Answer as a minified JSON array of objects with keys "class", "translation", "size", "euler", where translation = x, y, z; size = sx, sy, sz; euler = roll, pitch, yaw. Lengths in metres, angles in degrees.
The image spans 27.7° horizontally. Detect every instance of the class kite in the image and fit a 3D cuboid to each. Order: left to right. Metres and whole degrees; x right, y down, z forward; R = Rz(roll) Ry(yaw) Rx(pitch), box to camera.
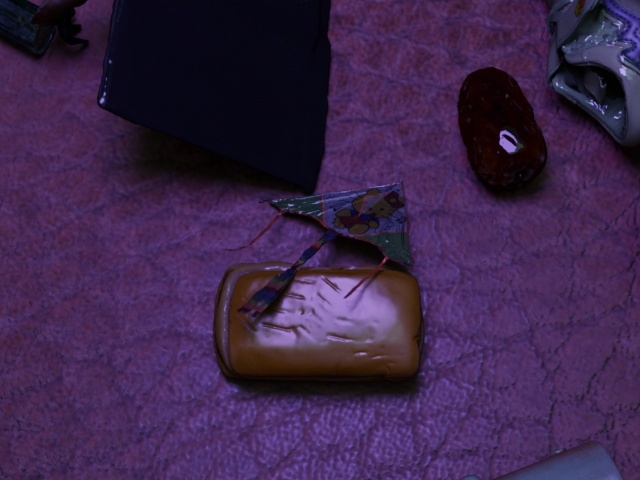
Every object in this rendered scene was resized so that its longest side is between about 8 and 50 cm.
[{"class":"kite","translation":[0.000,0.000,1.223],"size":[0.198,0.006,0.244],"euler":[21,43,34]}]

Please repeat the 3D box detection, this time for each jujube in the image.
[{"class":"jujube","translation":[0.174,-0.112,1.273],"size":[0.077,0.077,0.129],"euler":[-15,64,-3]}]

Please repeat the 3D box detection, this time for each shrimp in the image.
[{"class":"shrimp","translation":[-0.203,-0.254,1.334],"size":[0.219,0.152,0.046],"euler":[-29,89,-49]}]

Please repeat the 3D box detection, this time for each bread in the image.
[{"class":"bread","translation":[-0.003,0.074,1.214],"size":[0.200,0.077,0.116],"euler":[1,77,4]}]

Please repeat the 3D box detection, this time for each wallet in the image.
[{"class":"wallet","translation":[-0.086,-0.230,1.285],"size":[0.247,0.041,0.323],"euler":[20,66,-30]}]

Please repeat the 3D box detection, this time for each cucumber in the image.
[{"class":"cucumber","translation":[-0.326,-0.238,1.361],"size":[0.105,0.048,0.048],"euler":[30,73,14]}]

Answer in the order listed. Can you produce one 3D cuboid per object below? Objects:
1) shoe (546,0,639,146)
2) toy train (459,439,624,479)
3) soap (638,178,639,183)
[{"class":"shoe","translation":[0.282,-0.201,1.250],"size":[0.128,0.140,0.262],"euler":[-26,68,-27]},{"class":"toy train","translation":[0.158,0.279,1.110],"size":[0.285,0.116,0.177],"euler":[-21,57,-4]},{"class":"soap","translation":[0.432,-0.062,1.184],"size":[0.289,0.182,0.112],"euler":[-13,70,-8]}]
